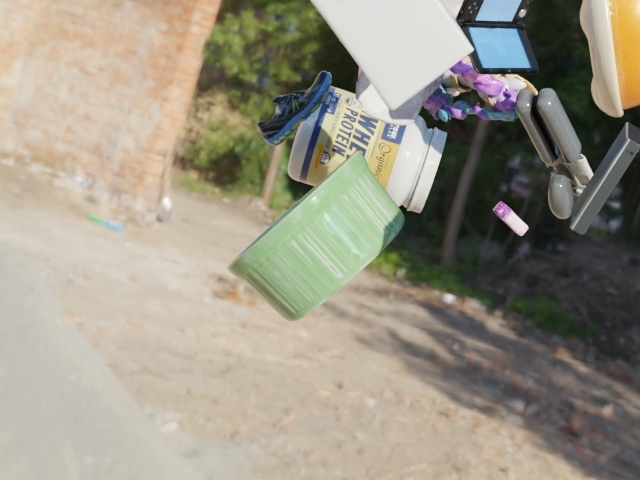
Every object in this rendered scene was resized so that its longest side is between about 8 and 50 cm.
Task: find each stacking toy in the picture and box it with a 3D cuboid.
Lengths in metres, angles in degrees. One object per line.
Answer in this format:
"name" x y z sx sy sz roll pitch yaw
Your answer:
"stacking toy" 0.727 -0.428 2.085 0.479 0.351 0.350 -7 -1 17

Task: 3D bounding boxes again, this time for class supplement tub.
"supplement tub" 0.106 -0.201 2.552 0.316 0.228 0.228 18 6 1

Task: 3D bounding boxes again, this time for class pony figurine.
"pony figurine" 0.181 -0.331 1.938 0.351 0.303 0.363 25 8 -39

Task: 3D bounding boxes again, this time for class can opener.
"can opener" 0.395 -0.142 1.886 0.074 0.093 0.280 -1 -36 30

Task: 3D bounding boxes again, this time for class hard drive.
"hard drive" 0.361 -0.078 1.440 0.022 0.135 0.094 29 23 3

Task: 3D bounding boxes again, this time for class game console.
"game console" 0.278 -0.319 1.678 0.144 0.124 0.085 -7 43 -39

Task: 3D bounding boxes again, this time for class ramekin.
"ramekin" 0.000 0.000 1.941 0.148 0.303 0.303 48 5 -3

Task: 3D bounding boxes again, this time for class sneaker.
"sneaker" -0.052 -0.275 2.287 0.078 0.188 0.067 48 8 7

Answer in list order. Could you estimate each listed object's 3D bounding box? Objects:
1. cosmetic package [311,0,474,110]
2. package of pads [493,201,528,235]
"cosmetic package" 0.078 -0.313 1.511 0.225 0.138 0.224 53 9 -12
"package of pads" 0.431 -0.049 2.572 0.083 0.032 0.050 38 8 -40
